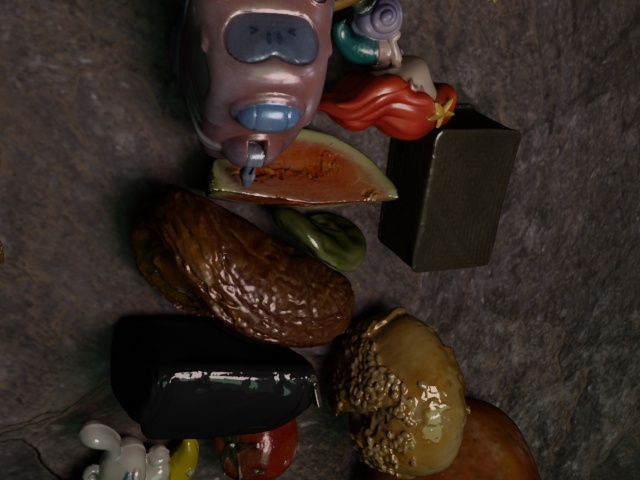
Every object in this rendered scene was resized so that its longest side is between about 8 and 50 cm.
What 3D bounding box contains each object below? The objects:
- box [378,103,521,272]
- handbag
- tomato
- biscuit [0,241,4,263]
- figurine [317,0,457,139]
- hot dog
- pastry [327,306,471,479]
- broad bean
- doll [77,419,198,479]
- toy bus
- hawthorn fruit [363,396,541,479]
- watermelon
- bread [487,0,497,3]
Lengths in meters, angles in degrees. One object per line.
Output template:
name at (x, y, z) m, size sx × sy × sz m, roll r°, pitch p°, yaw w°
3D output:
box at (0.228, -0.096, 1.225) m, size 0.184 × 0.143 × 0.274 m, roll -6°, pitch 118°, yaw -24°
handbag at (-0.176, 0.245, 1.105) m, size 0.301 × 0.275 × 0.178 m, roll 7°, pitch 103°, yaw -29°
tomato at (-0.121, 0.367, 1.277) m, size 0.167 × 0.167 × 0.167 m, roll -11°, pitch 119°, yaw -22°
biscuit at (-0.502, 0.009, 0.981) m, size 0.082 × 0.016 × 0.092 m, roll -44°, pitch 124°, yaw -1°
figurine at (0.085, -0.264, 1.032) m, size 0.208 × 0.180 × 0.257 m, roll -44°, pitch 119°, yaw -38°
hot dog at (-0.122, 0.063, 1.068) m, size 0.387 × 0.267 × 0.174 m, roll 30°, pitch 81°, yaw -33°
pastry at (0.129, 0.292, 1.265) m, size 0.184 × 0.284 × 0.316 m, roll -6°, pitch 78°, yaw -36°
broad bean at (0.001, -0.003, 1.142) m, size 0.206 × 0.153 × 0.072 m, roll 4°, pitch 118°, yaw -61°
doll at (-0.342, 0.428, 1.214) m, size 0.237 × 0.111 × 0.252 m, roll 11°, pitch 117°, yaw -29°
toy bus at (-0.091, -0.224, 0.900) m, size 0.197 × 0.294 × 0.232 m, roll -2°, pitch 71°, yaw -19°
hawthorn fruit at (0.298, 0.547, 1.436) m, size 0.402 × 0.403 × 0.403 m, roll -11°, pitch 119°, yaw -22°
watermelon at (-0.041, -0.119, 1.086) m, size 0.303 × 0.159 × 0.129 m, roll 2°, pitch 90°, yaw -20°
bread at (0.234, -0.537, 0.969) m, size 0.279 × 0.207 × 0.279 m, roll -50°, pitch 127°, yaw 2°
